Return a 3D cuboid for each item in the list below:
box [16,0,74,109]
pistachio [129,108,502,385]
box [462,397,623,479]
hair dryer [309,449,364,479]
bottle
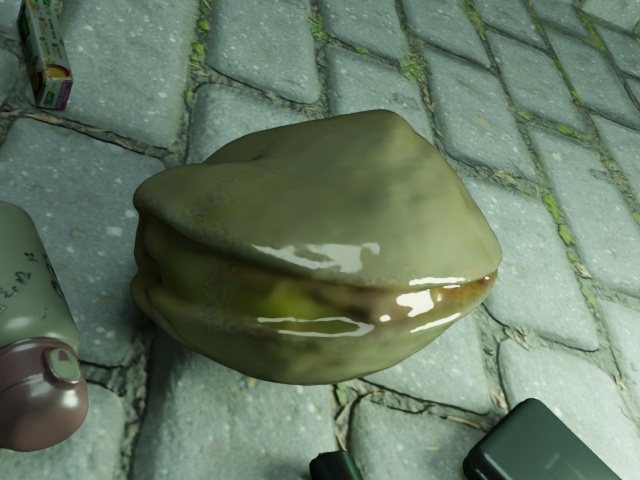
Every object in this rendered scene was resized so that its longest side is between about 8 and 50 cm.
[{"bbox_3d":[-0.377,-0.260,1.099,0.041,0.050,0.207,3,44,-33],"label":"box"},{"bbox_3d":[0.000,0.000,0.862,0.365,0.282,0.445,20,19,34],"label":"pistachio"},{"bbox_3d":[0.277,0.292,0.897,0.230,0.050,0.160,45,38,18],"label":"box"},{"bbox_3d":[0.009,0.301,0.683,0.244,0.116,0.302,8,31,-27],"label":"hair dryer"},{"bbox_3d":[-0.278,0.077,0.724,0.109,0.110,0.233,-5,48,-38],"label":"bottle"}]
